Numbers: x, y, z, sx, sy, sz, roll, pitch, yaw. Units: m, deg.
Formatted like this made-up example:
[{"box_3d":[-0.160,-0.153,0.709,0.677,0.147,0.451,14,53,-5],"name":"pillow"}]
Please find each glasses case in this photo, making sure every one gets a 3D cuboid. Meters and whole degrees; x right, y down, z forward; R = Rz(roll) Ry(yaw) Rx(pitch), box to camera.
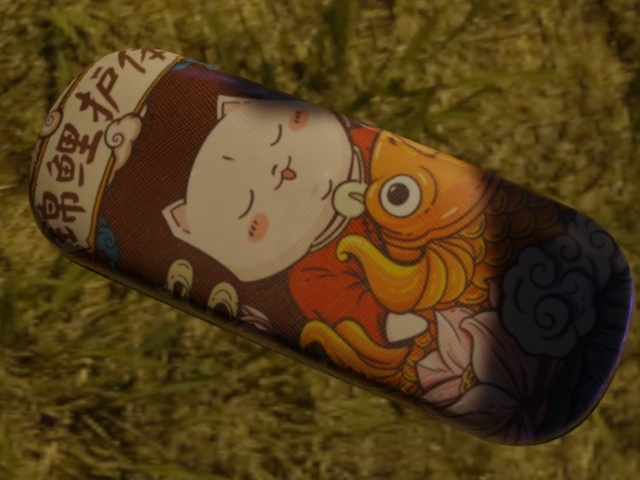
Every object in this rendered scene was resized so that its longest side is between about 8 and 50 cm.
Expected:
[{"box_3d":[0.000,0.000,0.767,0.122,0.321,0.082,-66,165,-6],"name":"glasses case"}]
